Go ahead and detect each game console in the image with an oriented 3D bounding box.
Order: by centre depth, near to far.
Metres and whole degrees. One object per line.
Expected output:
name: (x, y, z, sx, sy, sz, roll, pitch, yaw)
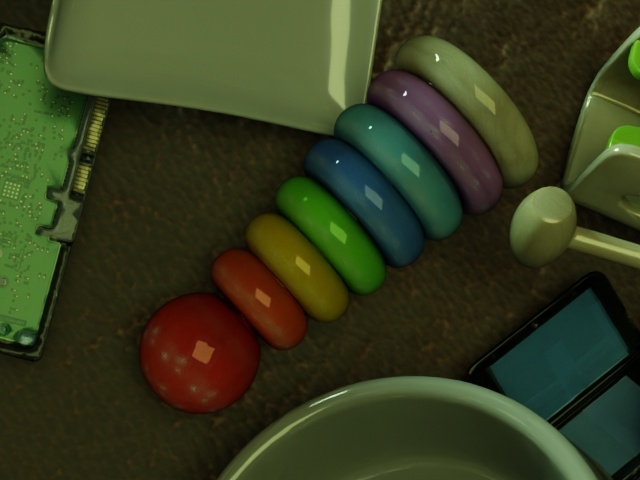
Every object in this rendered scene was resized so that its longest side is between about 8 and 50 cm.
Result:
game console: (0.208, 0.117, 1.137, 0.144, 0.124, 0.085, -37, 136, -11)

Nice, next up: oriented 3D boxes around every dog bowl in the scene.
dog bowl: (0.057, 0.249, 0.999, 0.348, 0.102, 0.349, -9, 56, 13)

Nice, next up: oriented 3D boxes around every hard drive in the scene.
hard drive: (-0.337, -0.064, 1.067, 0.339, 0.064, 0.237, 14, 82, -8)

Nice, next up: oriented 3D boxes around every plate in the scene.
plate: (-0.067, -0.230, 1.086, 0.278, 0.045, 0.277, 6, 95, -36)

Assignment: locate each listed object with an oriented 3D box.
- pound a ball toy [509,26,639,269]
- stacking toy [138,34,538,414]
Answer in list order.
pound a ball toy: (0.301, -0.017, 1.134, 0.319, 0.136, 0.208, 22, 64, -6)
stacking toy: (0.000, 0.000, 1.094, 0.330, 0.141, 0.141, -41, 93, -8)
